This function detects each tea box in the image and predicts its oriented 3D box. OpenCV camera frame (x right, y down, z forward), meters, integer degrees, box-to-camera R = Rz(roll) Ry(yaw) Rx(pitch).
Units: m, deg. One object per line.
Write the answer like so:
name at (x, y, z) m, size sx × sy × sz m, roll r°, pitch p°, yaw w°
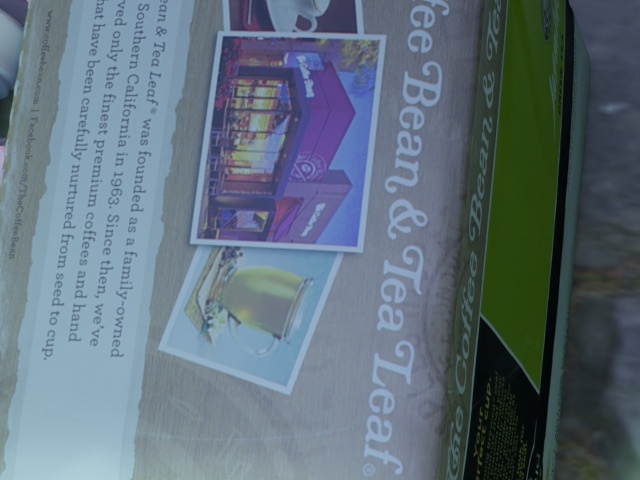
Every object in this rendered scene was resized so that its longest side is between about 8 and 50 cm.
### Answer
tea box at (0.000, 0.000, 0.995) m, size 0.220 × 0.323 × 0.329 m, roll 3°, pitch 74°, yaw 15°

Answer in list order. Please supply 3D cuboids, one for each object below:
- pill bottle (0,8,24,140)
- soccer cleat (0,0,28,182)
pill bottle at (-0.275, -0.022, 1.159) m, size 0.152 × 0.152 × 0.272 m, roll 21°, pitch 81°, yaw 19°
soccer cleat at (-0.146, 0.005, 1.124) m, size 0.108 × 0.116 × 0.318 m, roll -5°, pitch 67°, yaw 44°
